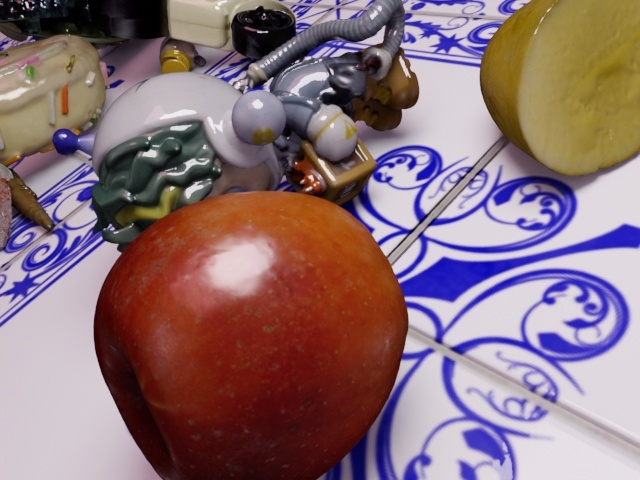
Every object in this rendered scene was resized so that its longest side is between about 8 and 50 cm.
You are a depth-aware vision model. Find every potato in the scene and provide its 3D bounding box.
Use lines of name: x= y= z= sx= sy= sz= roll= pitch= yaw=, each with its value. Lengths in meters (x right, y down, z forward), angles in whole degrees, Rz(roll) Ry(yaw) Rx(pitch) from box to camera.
potato: x=0.241 y=-0.173 z=0.630 sx=0.203 sy=0.178 sz=0.158 roll=-53 pitch=25 yaw=5

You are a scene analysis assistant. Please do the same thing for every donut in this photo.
donut: x=-0.508 y=-0.235 z=1.053 sx=0.307 sy=0.150 sz=0.371 roll=-15 pitch=29 yaw=5

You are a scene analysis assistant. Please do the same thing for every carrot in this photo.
carrot: x=-0.454 y=-0.063 z=0.955 sx=0.049 sy=0.049 sz=0.254 roll=-42 pitch=45 yaw=-19

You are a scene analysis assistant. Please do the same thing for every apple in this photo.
apple: x=-0.051 y=0.071 z=0.460 sx=0.201 sy=0.218 sz=0.218 roll=-16 pitch=32 yaw=-30

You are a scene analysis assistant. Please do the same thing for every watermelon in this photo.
watermelon: x=-0.507 y=-0.022 z=0.926 sx=0.139 sy=0.071 sz=0.187 roll=43 pitch=96 yaw=23

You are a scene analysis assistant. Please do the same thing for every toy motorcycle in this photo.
toy motorcycle: x=-0.486 y=-0.466 z=1.265 sx=0.236 sy=0.169 sz=0.410 roll=17 pitch=26 yaw=31

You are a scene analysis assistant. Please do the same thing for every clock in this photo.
clock: x=-0.208 y=-0.418 z=1.096 sx=0.378 sy=0.120 sz=0.276 roll=14 pitch=41 yaw=4

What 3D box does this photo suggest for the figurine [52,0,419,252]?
figurine: x=-0.071 y=-0.101 z=0.676 sx=0.381 sy=0.261 sz=0.186 roll=-21 pitch=68 yaw=-22

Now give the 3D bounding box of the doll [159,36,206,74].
doll: x=-0.247 y=-0.334 z=1.131 sx=0.084 sy=0.073 sz=0.127 roll=7 pitch=44 yaw=-13
